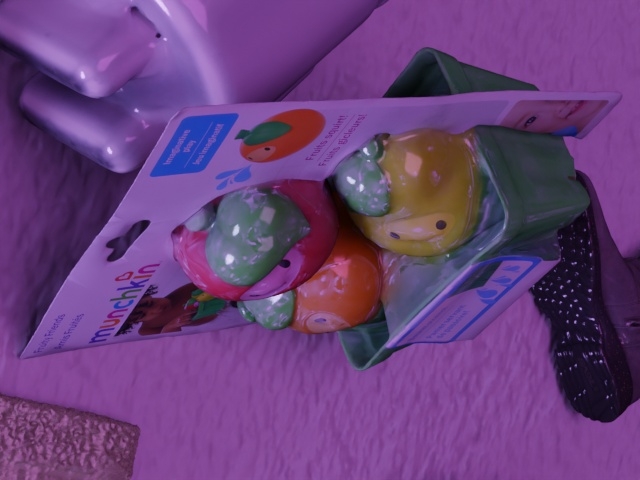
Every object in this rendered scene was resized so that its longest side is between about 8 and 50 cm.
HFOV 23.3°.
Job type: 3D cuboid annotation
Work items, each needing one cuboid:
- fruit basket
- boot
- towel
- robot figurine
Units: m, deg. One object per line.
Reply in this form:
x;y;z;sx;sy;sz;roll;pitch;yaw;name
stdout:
0.000;0.000;1.094;0.353;0.327;0.165;-12;66;-36;fruit basket
0.272;0.030;1.416;0.161;0.083;0.246;-28;110;-37;boot
-0.203;0.170;1.121;0.148;0.027;0.110;14;81;-31;towel
-0.067;-0.204;1.110;0.353;0.200;0.300;-44;149;-26;robot figurine
